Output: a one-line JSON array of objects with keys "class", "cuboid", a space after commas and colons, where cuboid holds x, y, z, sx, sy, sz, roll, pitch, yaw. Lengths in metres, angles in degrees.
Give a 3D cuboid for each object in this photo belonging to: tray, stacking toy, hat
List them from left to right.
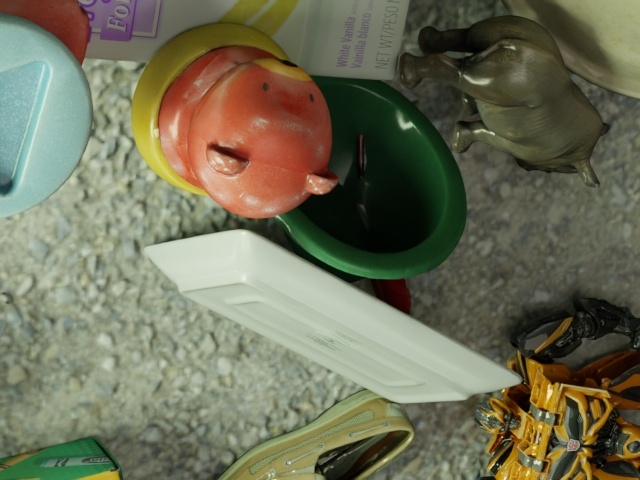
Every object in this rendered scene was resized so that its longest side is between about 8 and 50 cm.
[{"class": "stacking toy", "cuboid": [-0.124, -0.140, 1.232, 0.309, 0.130, 0.279, -1, 112, -23]}, {"class": "hat", "cuboid": [0.000, 0.000, 1.496, 0.173, 0.208, 0.183, -24, 164, -36]}, {"class": "tray", "cuboid": [0.008, 0.065, 1.469, 0.270, 0.145, 0.030, 28, 68, -29]}]

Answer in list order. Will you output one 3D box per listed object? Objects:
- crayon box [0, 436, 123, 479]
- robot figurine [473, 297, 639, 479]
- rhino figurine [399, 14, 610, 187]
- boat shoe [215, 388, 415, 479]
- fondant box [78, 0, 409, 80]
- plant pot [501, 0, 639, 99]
[{"class": "crayon box", "cuboid": [-0.275, 0.261, 1.451, 0.278, 0.081, 0.165, -12, 107, -18]}, {"class": "robot figurine", "cuboid": [0.265, 0.156, 1.645, 0.291, 0.085, 0.211, 4, 107, -24]}, {"class": "rhino figurine", "cuboid": [0.152, -0.094, 1.464, 0.243, 0.106, 0.073, 41, 52, -56]}, {"class": "boat shoe", "cuboid": [-0.011, 0.186, 1.548, 0.190, 0.072, 0.068, -36, 120, -6]}, {"class": "fondant box", "cuboid": [-0.092, -0.241, 1.333, 0.330, 0.096, 0.238, 3, 109, -22]}, {"class": "plant pot", "cuboid": [0.304, -0.256, 1.325, 0.334, 0.305, 0.334, -1, 95, -14]}]
